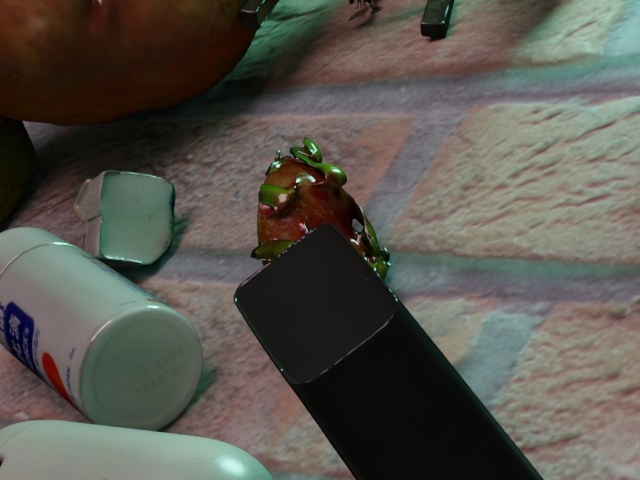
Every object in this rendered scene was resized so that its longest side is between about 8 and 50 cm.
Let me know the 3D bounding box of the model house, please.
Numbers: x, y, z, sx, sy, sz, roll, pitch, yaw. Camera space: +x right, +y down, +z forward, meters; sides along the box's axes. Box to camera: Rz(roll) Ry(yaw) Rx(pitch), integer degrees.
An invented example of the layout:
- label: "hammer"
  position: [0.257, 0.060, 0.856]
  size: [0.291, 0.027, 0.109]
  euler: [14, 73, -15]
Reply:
- label: "model house"
  position: [-0.216, -0.014, 1.660]
  size: [0.100, 0.087, 0.101]
  euler: [-24, 60, 61]

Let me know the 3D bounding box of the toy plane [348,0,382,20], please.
- label: "toy plane"
  position: [0.061, -0.300, 1.801]
  size: [0.049, 0.031, 0.121]
  euler: [-23, 32, 29]

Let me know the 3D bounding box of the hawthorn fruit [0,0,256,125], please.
- label: "hawthorn fruit"
  position: [-0.288, -0.335, 1.836]
  size: [0.471, 0.472, 0.472]
  euler: [-24, 35, 18]

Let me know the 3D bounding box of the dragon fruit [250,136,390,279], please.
- label: "dragon fruit"
  position: [0.000, 0.000, 1.416]
  size: [0.175, 0.138, 0.142]
  euler: [34, 112, 26]

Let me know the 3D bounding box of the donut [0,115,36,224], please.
- label: "donut"
  position: [-0.473, -0.071, 1.946]
  size: [0.272, 0.107, 0.272]
  euler: [-27, 29, 16]

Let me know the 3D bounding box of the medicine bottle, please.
- label: "medicine bottle"
  position: [-0.250, 0.076, 1.519]
  size: [0.130, 0.130, 0.341]
  euler: [-45, 34, -13]

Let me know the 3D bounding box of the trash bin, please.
- label: "trash bin"
  position: [0.048, 0.118, 1.106]
  size: [0.115, 0.225, 0.165]
  euler: [-38, 33, -1]

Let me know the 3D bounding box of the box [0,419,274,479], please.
- label: "box"
  position: [-0.206, 0.277, 1.217]
  size: [0.349, 0.141, 0.289]
  euler: [-1, 47, 42]

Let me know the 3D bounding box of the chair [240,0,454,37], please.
- label: "chair"
  position: [0.064, -0.438, 1.764]
  size: [0.240, 0.203, 0.416]
  euler: [4, 46, 17]
